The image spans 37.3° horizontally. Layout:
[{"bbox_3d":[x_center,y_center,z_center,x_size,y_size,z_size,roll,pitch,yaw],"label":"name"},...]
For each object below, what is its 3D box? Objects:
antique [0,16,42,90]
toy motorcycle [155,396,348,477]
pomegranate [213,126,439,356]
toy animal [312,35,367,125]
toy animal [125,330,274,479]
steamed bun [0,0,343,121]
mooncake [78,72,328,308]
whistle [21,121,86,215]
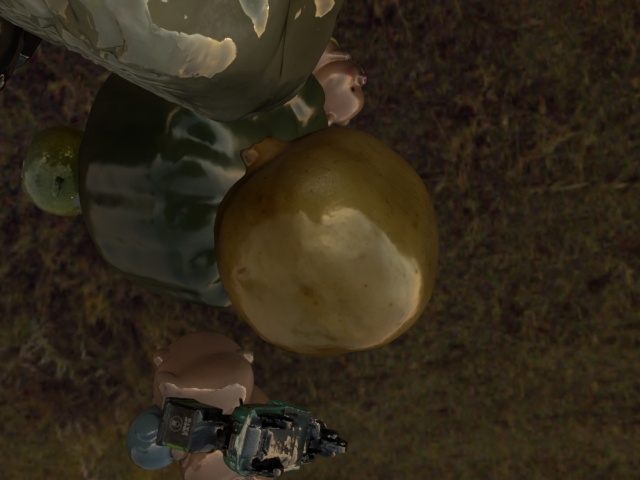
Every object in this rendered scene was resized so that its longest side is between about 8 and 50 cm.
[{"bbox_3d":[-0.401,-0.192,0.933,0.185,0.255,0.322,43,169,-27],"label":"antique"},{"bbox_3d":[-0.049,0.162,0.797,0.100,0.058,0.173,11,175,30],"label":"toy motorcycle"},{"bbox_3d":[0.005,0.005,0.918,0.233,0.233,0.233,0,145,0],"label":"pomegranate"},{"bbox_3d":[-0.002,-0.358,1.971,0.149,0.248,0.165,-32,174,33],"label":"toy animal"},{"bbox_3d":[-0.165,0.255,1.461,0.229,0.210,0.221,12,110,-26],"label":"toy animal"},{"bbox_3d":[-0.128,-0.245,0.630,0.342,0.255,0.368,29,-177,-5],"label":"steamed bun"},{"bbox_3d":[-0.129,-0.092,1.194,0.187,0.351,0.351,13,156,36],"label":"mooncake"},{"bbox_3d":[-0.331,-0.104,1.281,0.123,0.223,0.123,-1,113,-3],"label":"whistle"}]
